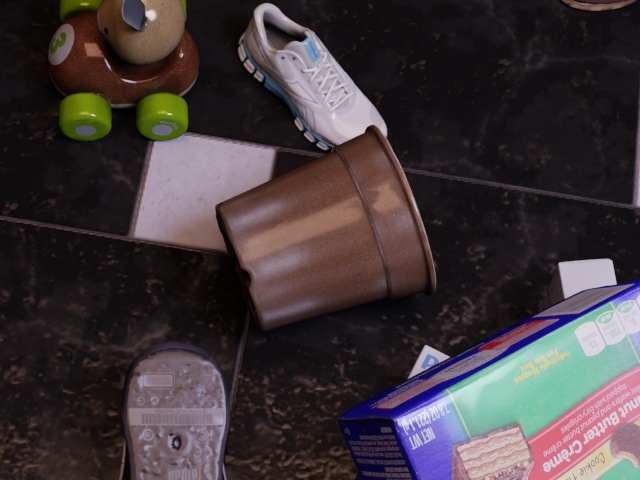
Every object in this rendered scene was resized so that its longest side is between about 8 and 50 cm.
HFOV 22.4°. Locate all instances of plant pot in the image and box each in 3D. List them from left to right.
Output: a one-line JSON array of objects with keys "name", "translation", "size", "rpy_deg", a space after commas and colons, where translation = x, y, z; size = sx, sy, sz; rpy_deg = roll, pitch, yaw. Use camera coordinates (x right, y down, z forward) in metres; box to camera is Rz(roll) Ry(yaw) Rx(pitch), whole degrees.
[{"name": "plant pot", "translation": [0.000, 0.000, 1.485], "size": [0.165, 0.167, 0.167], "rpy_deg": [-21, 68, -6]}]

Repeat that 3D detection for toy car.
[{"name": "toy car", "translation": [-0.188, -0.207, 1.542], "size": [0.149, 0.188, 0.155], "rpy_deg": [-1, 64, -6]}]

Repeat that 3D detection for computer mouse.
[{"name": "computer mouse", "translation": [-0.165, 0.224, 1.411], "size": [0.184, 0.060, 0.262], "rpy_deg": [-4, 76, -12]}]

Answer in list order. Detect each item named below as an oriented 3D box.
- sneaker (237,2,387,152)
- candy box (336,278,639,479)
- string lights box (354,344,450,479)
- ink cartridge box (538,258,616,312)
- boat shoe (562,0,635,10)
[{"name": "sneaker", "translation": [-0.008, -0.161, 1.597], "size": [0.190, 0.083, 0.071], "rpy_deg": [42, 66, 13]}, {"name": "candy box", "translation": [0.204, 0.230, 1.314], "size": [0.268, 0.122, 0.317], "rpy_deg": [-25, 95, -22]}, {"name": "string lights box", "translation": [0.090, 0.238, 1.415], "size": [0.133, 0.077, 0.260], "rpy_deg": [25, 65, 7]}, {"name": "ink cartridge box", "translation": [0.238, 0.083, 1.480], "size": [0.052, 0.122, 0.089], "rpy_deg": [-4, 64, -3]}, {"name": "boat shoe", "translation": [0.349, -0.301, 1.706], "size": [0.207, 0.073, 0.073], "rpy_deg": [-17, 68, -12]}]
